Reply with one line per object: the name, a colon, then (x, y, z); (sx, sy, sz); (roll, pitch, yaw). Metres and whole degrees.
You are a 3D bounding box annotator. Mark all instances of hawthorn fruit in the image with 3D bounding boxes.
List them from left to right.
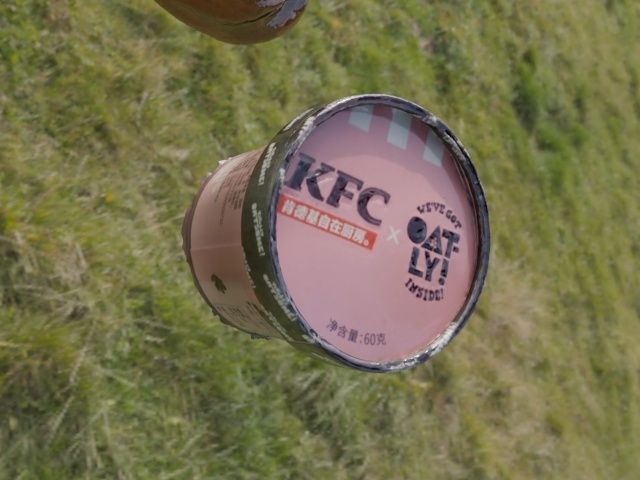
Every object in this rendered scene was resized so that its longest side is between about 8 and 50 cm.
hawthorn fruit: (-0.115, -0.298, 0.961); (0.199, 0.251, 0.199); (18, 90, -81)

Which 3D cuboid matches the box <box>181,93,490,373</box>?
box: (0.000, 0.000, 0.586); (0.151, 0.135, 0.151); (3, 84, -34)
